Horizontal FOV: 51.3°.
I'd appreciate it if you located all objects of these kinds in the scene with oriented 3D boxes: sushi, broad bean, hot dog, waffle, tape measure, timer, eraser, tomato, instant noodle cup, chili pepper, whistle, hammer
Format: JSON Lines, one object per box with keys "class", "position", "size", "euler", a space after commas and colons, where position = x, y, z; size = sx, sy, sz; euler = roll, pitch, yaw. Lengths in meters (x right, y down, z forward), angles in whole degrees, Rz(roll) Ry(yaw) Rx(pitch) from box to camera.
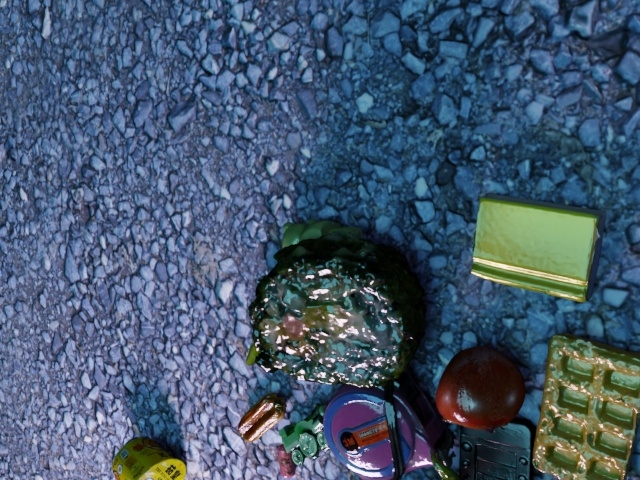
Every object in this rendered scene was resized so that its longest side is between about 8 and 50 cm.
{"class": "sushi", "position": [0.033, 0.135, 1.345], "size": [0.352, 0.178, 0.294], "euler": [1, 113, 24]}
{"class": "broad bean", "position": [-0.127, 0.216, 1.580], "size": [0.043, 0.060, 0.297], "euler": [61, 146, 34]}
{"class": "hot dog", "position": [-0.144, 0.440, 1.663], "size": [0.072, 0.055, 0.188], "euler": [52, 123, 13]}
{"class": "waffle", "position": [0.480, 0.307, 1.188], "size": [0.168, 0.057, 0.274], "euler": [13, 106, 34]}
{"class": "tape measure", "position": [0.133, 0.394, 1.407], "size": [0.231, 0.149, 0.245], "euler": [-30, 88, 33]}
{"class": "timer", "position": [0.347, 0.433, 1.314], "size": [0.144, 0.055, 0.187], "euler": [5, 98, 33]}
{"class": "eraser", "position": [0.385, 0.010, 1.192], "size": [0.226, 0.069, 0.158], "euler": [13, 104, 34]}
{"class": "tomato", "position": [0.299, 0.276, 1.253], "size": [0.167, 0.167, 0.167], "euler": [8, 103, 34]}
{"class": "instant noodle cup", "position": [-0.498, 0.656, 1.895], "size": [0.144, 0.182, 0.182], "euler": [30, 115, 37]}
{"class": "chili pepper", "position": [0.222, 0.506, 1.321], "size": [0.359, 0.076, 0.085], "euler": [99, 155, -52]}
{"class": "whistle", "position": [0.000, 0.000, 1.456], "size": [0.227, 0.085, 0.105], "euler": [-8, 94, 38]}
{"class": "hammer", "position": [-0.083, 0.546, 1.651], "size": [0.043, 0.043, 0.083], "euler": [-5, 94, 36]}

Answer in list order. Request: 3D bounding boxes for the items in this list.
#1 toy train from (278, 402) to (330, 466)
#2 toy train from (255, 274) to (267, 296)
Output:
{"class": "toy train", "position": [-0.019, 0.456, 1.571], "size": [0.178, 0.071, 0.104], "euler": [-45, 62, 34]}
{"class": "toy train", "position": [-0.038, 0.155, 1.540], "size": [0.252, 0.048, 0.055], "euler": [26, 117, 23]}
